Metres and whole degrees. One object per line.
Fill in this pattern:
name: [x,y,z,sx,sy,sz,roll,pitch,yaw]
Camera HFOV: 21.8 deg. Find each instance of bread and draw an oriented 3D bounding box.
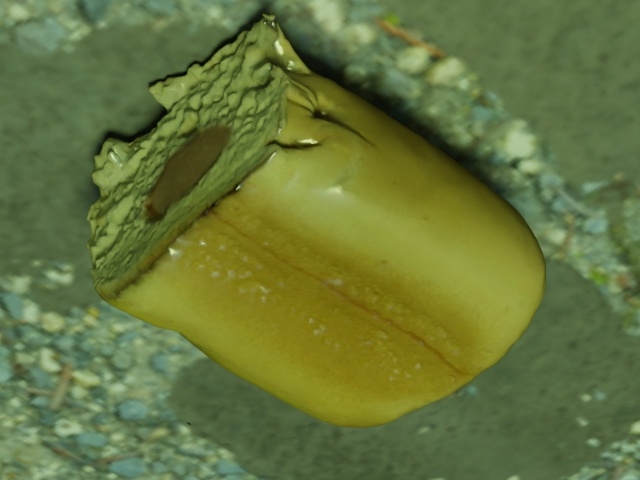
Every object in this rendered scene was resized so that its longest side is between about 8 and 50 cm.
bread: [-0.001,-0.001,0.694,0.173,0.085,0.134,34,120,-31]
